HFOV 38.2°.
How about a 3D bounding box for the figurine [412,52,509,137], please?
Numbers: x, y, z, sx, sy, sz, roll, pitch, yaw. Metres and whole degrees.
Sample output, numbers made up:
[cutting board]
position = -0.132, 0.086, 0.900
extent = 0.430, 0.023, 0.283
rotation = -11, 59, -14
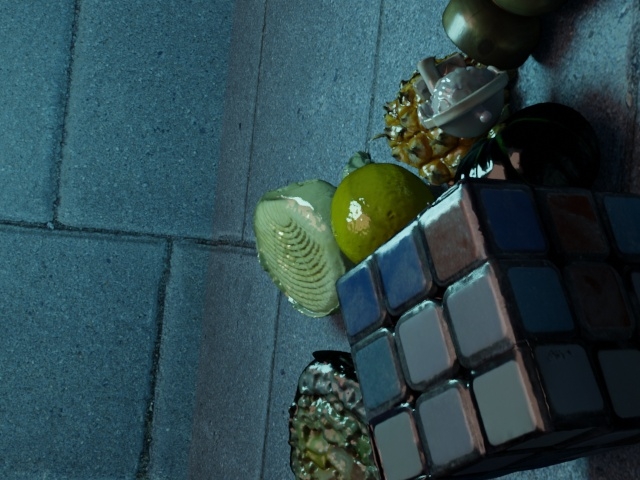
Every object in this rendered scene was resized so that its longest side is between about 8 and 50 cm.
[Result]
[figurine]
position = 0.238, -0.249, 1.574
extent = 0.141, 0.162, 0.237
rotation = 58, -172, -16

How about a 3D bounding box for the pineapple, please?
[pineapple]
position = 0.235, -0.293, 1.804
extent = 0.344, 0.209, 0.286
rotation = -114, 37, -48

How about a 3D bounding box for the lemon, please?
[lemon]
position = 0.137, -0.046, 1.965
extent = 0.263, 0.236, 0.236
rotation = -102, 22, -77

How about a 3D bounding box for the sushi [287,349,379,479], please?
[sushi]
position = 0.124, 0.394, 1.863
extent = 0.328, 0.285, 0.328
rotation = 12, 102, 46

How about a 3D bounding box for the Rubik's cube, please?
[Rubik's cube]
position = 0.274, 0.143, 1.315
extent = 0.362, 0.358, 0.363
rotation = -43, 52, 50

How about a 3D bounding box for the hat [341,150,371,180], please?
[hat]
position = 0.088, -0.133, 2.319
extent = 0.122, 0.081, 0.166
rotation = -129, 39, -63

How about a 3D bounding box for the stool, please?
[stool]
position = 0.349, -0.453, 1.607
extent = 0.264, 0.179, 0.179
rotation = 121, 147, -47

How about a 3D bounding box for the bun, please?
[bun]
position = 0.003, 0.001, 2.290
extent = 0.364, 0.202, 0.364
rotation = 34, 137, 38

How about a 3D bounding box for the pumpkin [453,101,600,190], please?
[pumpkin]
position = 0.352, -0.088, 1.498
extent = 0.248, 0.248, 0.248
rotation = -174, 90, -68
